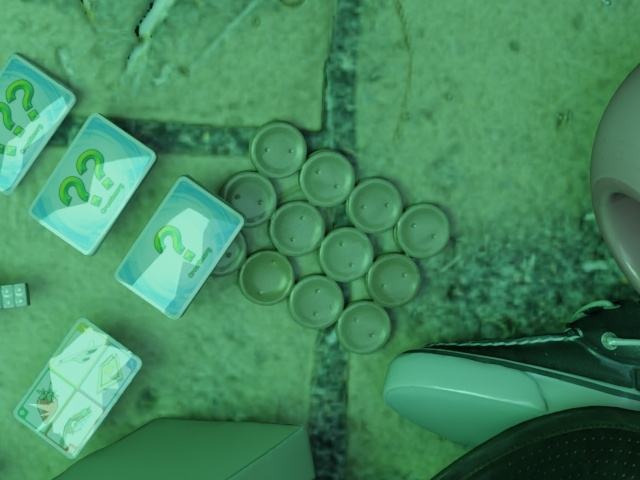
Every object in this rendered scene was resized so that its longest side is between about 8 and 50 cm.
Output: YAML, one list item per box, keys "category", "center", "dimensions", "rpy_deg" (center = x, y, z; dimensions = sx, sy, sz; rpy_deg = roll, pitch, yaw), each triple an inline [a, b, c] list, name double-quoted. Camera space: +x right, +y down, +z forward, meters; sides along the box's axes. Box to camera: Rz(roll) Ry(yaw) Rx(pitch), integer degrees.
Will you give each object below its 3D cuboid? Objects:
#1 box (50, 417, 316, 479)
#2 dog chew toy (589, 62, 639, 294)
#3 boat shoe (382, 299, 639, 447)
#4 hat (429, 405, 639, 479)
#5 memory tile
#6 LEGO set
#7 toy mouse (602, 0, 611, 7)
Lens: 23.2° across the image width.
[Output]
- category: "box"
  center: [-0.075, 0.241, 0.945]
  dimensions: [0.127, 0.148, 0.232]
  rpy_deg: [-2, 105, 34]
- category: "dog chew toy"
  center: [0.332, -0.076, 0.962]
  dimensions: [0.332, 0.206, 0.206]
  rpy_deg: [-31, 104, -12]
- category: "boat shoe"
  center: [0.193, 0.088, 1.014]
  dimensions: [0.301, 0.108, 0.102]
  rpy_deg: [7, 66, 1]
- category: "hat"
  center: [0.150, 0.256, 0.998]
  dimensions: [0.331, 0.134, 0.331]
  rpy_deg: [-1, 97, -5]
- category: "memory tile"
  center: [0.000, 0.000, 1.005]
  dimensions: [0.148, 0.012, 0.113]
  rpy_deg: [29, 94, -14]
- category: "LEGO set"
  center: [-0.188, 0.033, 0.935]
  dimensions: [0.182, 0.060, 0.244]
  rpy_deg: [36, 93, 5]
- category: "toy mouse"
  center: [0.154, -0.229, 0.981]
  dimensions: [0.143, 0.031, 0.161]
  rpy_deg: [-44, 104, 0]
